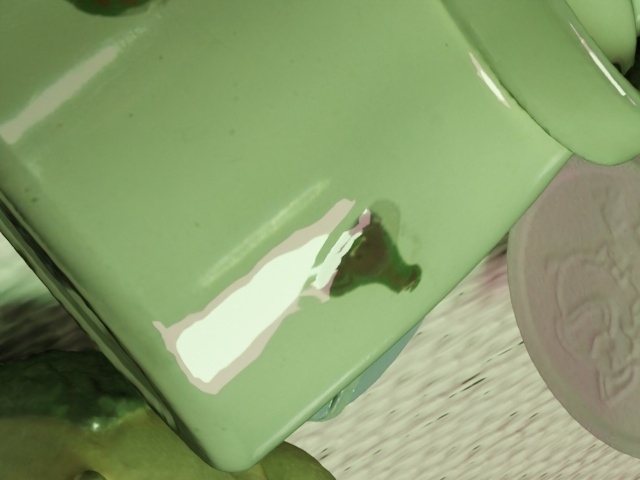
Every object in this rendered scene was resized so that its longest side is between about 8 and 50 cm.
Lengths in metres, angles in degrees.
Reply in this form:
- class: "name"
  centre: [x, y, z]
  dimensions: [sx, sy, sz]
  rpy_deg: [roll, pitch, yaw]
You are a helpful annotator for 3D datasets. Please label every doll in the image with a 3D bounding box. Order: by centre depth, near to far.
- class: "doll"
  centre: [-0.099, 0.179, 1.008]
  dimensions: [0.247, 0.247, 0.349]
  rpy_deg: [-41, 165, 10]

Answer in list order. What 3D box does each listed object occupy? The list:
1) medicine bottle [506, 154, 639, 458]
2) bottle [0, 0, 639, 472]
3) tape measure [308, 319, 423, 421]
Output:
- class: "medicine bottle"
  centre: [0.306, -0.001, 1.255]
  dimensions: [0.325, 0.212, 0.212]
  rpy_deg: [-19, 151, -35]
- class: "bottle"
  centre: [0.035, -0.094, 0.717]
  dimensions: [0.351, 0.229, 0.229]
  rpy_deg: [-39, 157, -9]
- class: "tape measure"
  centre: [0.003, -0.002, 0.926]
  dimensions: [0.181, 0.107, 0.182]
  rpy_deg: [-44, 151, -31]
